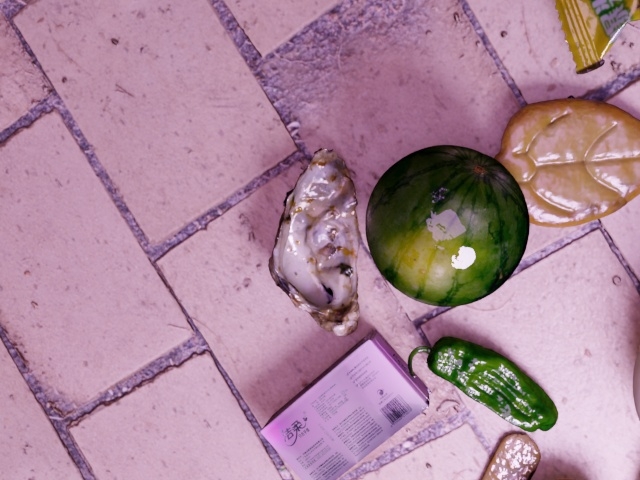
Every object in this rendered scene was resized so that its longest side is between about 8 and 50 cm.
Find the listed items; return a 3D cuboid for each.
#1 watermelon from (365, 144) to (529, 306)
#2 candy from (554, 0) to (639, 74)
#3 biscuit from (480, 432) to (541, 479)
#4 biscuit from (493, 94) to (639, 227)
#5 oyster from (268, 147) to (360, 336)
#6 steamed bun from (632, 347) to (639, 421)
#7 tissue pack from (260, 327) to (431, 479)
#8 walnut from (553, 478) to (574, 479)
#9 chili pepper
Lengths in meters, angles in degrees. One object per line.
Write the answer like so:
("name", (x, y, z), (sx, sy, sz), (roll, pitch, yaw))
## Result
("watermelon", (0.186, -0.022, 1.200), (0.242, 0.242, 0.242), (1, 96, 11))
("candy", (0.481, -0.385, 1.183), (0.297, 0.081, 0.187), (-23, 91, 2))
("biscuit", (0.308, 0.383, 1.329), (0.071, 0.018, 0.147), (25, 102, 10))
("biscuit", (0.396, -0.122, 1.242), (0.260, 0.041, 0.203), (-4, 95, 7))
("oyster", (0.005, 0.001, 1.325), (0.166, 0.094, 0.294), (12, 88, -8))
("steamed bun", (0.614, 0.205, 1.151), (0.324, 0.206, 0.324), (1, 93, 11))
("tissue pack", (0.041, 0.278, 1.333), (0.246, 0.092, 0.148), (-41, 88, 12))
("walnut", (0.384, 0.473, 1.257), (0.159, 0.159, 0.207), (3, 96, 11))
("chili pepper", (0.266, 0.226, 1.291), (0.257, 0.074, 0.100), (32, 101, 6))
